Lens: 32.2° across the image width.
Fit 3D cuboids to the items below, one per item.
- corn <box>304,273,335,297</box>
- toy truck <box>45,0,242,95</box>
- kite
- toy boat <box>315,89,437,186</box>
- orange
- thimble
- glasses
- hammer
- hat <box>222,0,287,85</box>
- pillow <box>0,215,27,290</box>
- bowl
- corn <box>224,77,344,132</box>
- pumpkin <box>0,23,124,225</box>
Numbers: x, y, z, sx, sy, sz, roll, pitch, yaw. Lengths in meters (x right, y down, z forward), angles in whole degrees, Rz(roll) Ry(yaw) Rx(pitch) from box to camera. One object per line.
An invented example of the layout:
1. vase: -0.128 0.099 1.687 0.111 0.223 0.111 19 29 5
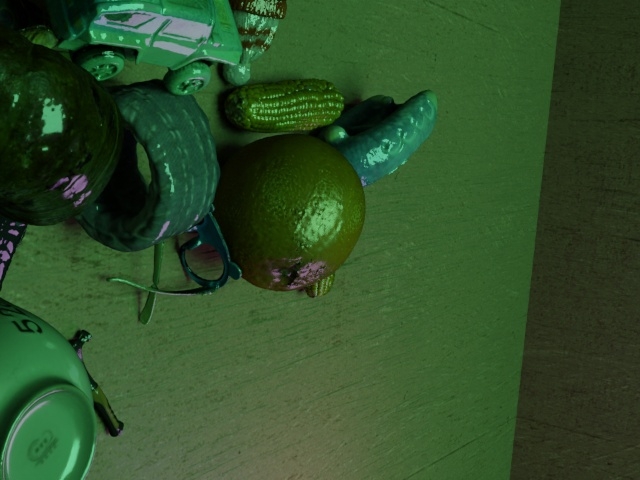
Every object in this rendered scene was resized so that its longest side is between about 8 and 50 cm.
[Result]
1. corn: 0.000 0.000 2.193 0.080 0.080 0.231 -24 118 -56
2. toy truck: -0.229 -0.299 1.466 0.279 0.156 0.155 2 65 -46
3. kite: -0.367 -0.256 1.534 0.285 0.015 0.152 0 94 -60
4. toy boat: 0.091 -0.221 2.164 0.330 0.215 0.123 -45 124 -38
5. orange: -0.056 -0.048 1.888 0.274 0.274 0.274 -25 119 -56
6. thimble: -0.257 -0.112 1.597 0.172 0.205 0.236 -34 112 -57
7. glasses: -0.255 0.027 1.780 0.207 0.102 0.239 -32 131 -19
8. hammer: -0.350 0.233 1.705 0.078 0.021 0.201 -54 140 -38
9. hat: -0.124 -0.340 1.872 0.112 0.093 0.162 3 103 -34
10. pillow: -0.425 -0.036 1.430 0.141 0.055 0.208 24 93 -53
11. bowl: -0.415 0.252 1.432 0.354 0.185 0.354 -24 118 -56
12. corn: -0.062 -0.240 1.995 0.313 0.102 0.102 -20 115 -57
13. pumpkin: -0.354 -0.160 1.281 0.325 0.232 0.242 26 72 -35
